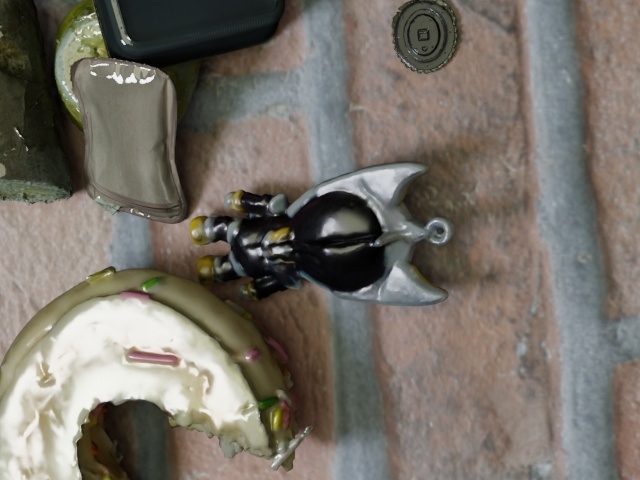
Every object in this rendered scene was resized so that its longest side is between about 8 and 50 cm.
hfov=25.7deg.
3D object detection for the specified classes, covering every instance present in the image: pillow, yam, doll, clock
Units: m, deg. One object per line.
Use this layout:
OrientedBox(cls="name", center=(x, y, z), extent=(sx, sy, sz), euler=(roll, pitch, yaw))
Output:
OrientedBox(cls="pillow", center=(-0.214, -0.110, 1.572), extent=(0.130, 0.038, 0.233), euler=(14, 136, 13))
OrientedBox(cls="yam", center=(-0.381, -0.159, 1.625), extent=(0.153, 0.154, 0.255), euler=(-11, 92, 17))
OrientedBox(cls="doll", center=(0.001, 0.004, 1.542), extent=(0.316, 0.103, 0.146), euler=(-5, 77, 25))
OrientedBox(cls="clock", center=(0.114, -0.225, 1.541), extent=(0.074, 0.010, 0.083), euler=(-4, 92, 16))

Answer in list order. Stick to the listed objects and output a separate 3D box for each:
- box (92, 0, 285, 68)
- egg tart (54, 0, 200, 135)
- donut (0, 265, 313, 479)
OrientedBox(cls="box", center=(-0.145, -0.274, 1.530), extent=(0.201, 0.090, 0.145), euler=(-14, 88, -12))
OrientedBox(cls="egg tart", center=(-0.230, -0.198, 1.610), extent=(0.197, 0.078, 0.197), euler=(2, 96, 15))
OrientedBox(cls="donut", center=(-0.212, 0.192, 1.591), extent=(0.371, 0.150, 0.307), euler=(-35, 83, 15))
